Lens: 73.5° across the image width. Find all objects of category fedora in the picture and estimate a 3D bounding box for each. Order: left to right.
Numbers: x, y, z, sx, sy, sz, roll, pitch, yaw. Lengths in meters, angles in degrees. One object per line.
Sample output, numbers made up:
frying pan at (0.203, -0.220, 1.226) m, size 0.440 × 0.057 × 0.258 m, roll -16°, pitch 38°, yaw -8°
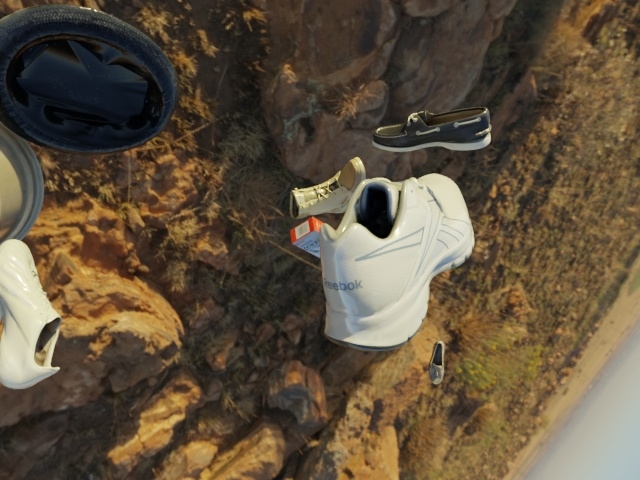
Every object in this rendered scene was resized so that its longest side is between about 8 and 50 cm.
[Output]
fedora at (-0.444, -0.312, 0.803) m, size 0.333 × 0.153 × 0.334 m, roll -24°, pitch 153°, yaw -13°

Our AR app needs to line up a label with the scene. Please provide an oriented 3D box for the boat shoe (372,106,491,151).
boat shoe at (0.113, -0.118, 0.452) m, size 0.046 × 0.125 × 0.038 m, roll -56°, pitch 142°, yaw -40°

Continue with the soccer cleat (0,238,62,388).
soccer cleat at (-0.373, 0.087, 0.550) m, size 0.076 × 0.196 × 0.068 m, roll -14°, pitch 160°, yaw -3°

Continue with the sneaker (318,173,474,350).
sneaker at (0.093, -0.017, 0.457) m, size 0.297 × 0.110 × 0.130 m, roll -46°, pitch 130°, yaw -50°

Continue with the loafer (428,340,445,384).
loafer at (0.339, 0.355, 1.249) m, size 0.039 × 0.045 × 0.125 m, roll 42°, pitch 56°, yaw -69°

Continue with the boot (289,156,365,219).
boot at (0.015, -0.157, 1.355) m, size 0.203 × 0.095 × 0.262 m, roll -11°, pitch 159°, yaw -24°

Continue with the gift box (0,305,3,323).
gift box at (-0.836, 0.095, 0.944) m, size 0.276 × 0.255 × 0.258 m, roll -12°, pitch 145°, yaw 9°

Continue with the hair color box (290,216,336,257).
hair color box at (0.000, 0.000, 1.299) m, size 0.093 × 0.054 × 0.167 m, roll -31°, pitch 142°, yaw 29°

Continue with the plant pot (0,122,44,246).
plant pot at (-0.623, -0.078, 0.666) m, size 0.333 × 0.305 × 0.334 m, roll -8°, pitch 105°, yaw -32°
